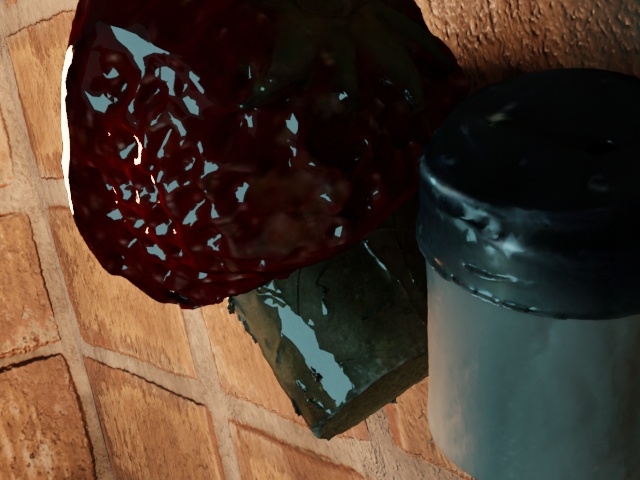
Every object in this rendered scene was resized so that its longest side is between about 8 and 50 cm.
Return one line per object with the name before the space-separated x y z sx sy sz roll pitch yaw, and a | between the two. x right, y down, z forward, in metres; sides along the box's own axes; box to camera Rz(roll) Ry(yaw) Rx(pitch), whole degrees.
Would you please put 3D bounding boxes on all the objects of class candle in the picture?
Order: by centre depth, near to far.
candle | 0.184 0.061 1.037 0.221 0.221 0.343 42 145 48

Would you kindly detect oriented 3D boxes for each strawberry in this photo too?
strawberry | -0.073 -0.094 1.137 0.345 0.317 0.295 -50 27 44

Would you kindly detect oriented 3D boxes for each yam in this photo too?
yam | 0.000 0.000 1.341 0.348 0.241 0.241 61 154 13
